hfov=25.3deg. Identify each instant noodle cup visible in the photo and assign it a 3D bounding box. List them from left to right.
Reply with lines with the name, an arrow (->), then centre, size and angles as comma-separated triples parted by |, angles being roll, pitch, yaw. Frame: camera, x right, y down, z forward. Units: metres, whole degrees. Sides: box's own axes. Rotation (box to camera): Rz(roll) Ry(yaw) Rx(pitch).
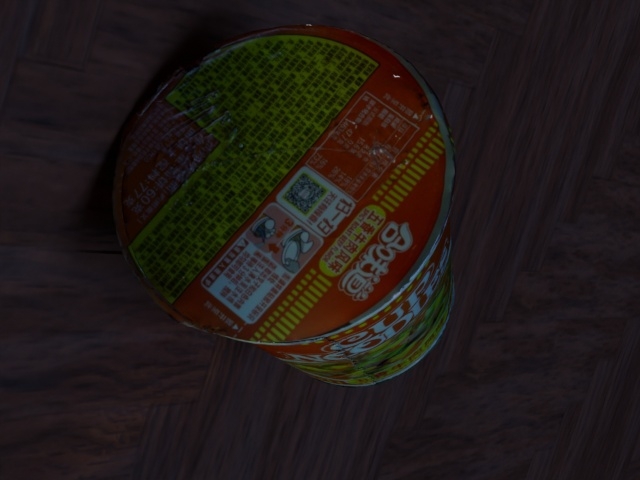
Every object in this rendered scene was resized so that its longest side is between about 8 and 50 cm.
instant noodle cup -> 0.000, 0.000, 0.854 | 0.193, 0.193, 0.212 | -61, 160, -11
